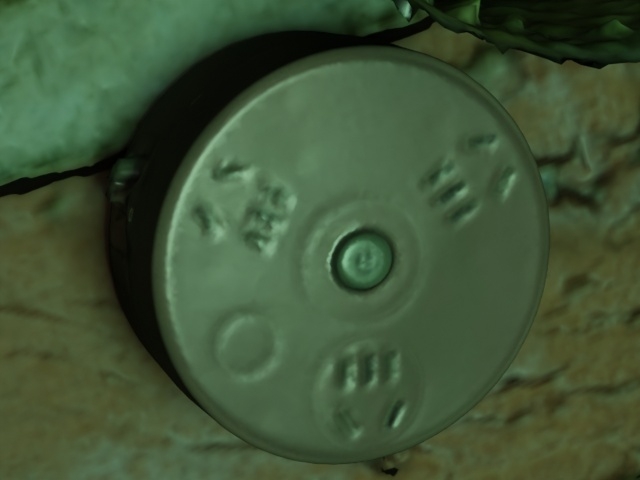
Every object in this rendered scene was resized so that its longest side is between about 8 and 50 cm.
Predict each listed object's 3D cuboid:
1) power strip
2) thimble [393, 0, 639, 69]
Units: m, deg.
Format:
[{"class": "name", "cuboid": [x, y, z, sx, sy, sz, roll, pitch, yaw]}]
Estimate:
[{"class": "power strip", "cuboid": [0.000, 0.000, 0.632, 0.154, 0.078, 0.154, -5, 103, -20]}, {"class": "thimble", "cuboid": [0.071, -0.203, 0.568, 0.271, 0.150, 0.271, -7, 108, -21]}]
